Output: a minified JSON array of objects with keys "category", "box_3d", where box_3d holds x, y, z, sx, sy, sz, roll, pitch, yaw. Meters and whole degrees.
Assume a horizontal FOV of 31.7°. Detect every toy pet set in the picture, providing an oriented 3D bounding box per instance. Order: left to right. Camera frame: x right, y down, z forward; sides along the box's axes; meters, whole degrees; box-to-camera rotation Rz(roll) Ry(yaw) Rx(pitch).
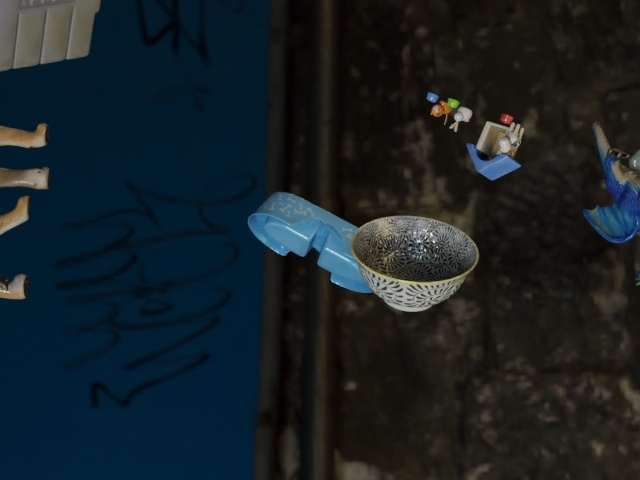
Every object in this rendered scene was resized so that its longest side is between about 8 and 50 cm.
[{"category":"toy pet set","box_3d":[0.193,-0.122,1.397,0.114,0.122,0.065,24,-91,-54]}]

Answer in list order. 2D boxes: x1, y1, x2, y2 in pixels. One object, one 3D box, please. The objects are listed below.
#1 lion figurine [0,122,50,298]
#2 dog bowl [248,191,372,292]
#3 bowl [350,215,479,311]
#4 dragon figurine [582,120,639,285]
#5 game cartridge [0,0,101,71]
[{"category":"lion figurine","box_3d":[-0.504,-0.063,1.540,0.392,0.240,0.142,-96,10,-54]},{"category":"dog bowl","box_3d":[0.000,0.000,2.289,0.074,0.297,0.166,-60,-4,-23]},{"category":"bowl","box_3d":[0.122,0.042,1.504,0.170,0.170,0.080,-75,-10,-58]},{"category":"dragon figurine","box_3d":[0.411,-0.046,1.502,0.289,0.085,0.144,51,136,47]},{"category":"game cartridge","box_3d":[-0.319,-0.348,1.191,0.230,0.068,0.355,-26,-39,-48]}]
